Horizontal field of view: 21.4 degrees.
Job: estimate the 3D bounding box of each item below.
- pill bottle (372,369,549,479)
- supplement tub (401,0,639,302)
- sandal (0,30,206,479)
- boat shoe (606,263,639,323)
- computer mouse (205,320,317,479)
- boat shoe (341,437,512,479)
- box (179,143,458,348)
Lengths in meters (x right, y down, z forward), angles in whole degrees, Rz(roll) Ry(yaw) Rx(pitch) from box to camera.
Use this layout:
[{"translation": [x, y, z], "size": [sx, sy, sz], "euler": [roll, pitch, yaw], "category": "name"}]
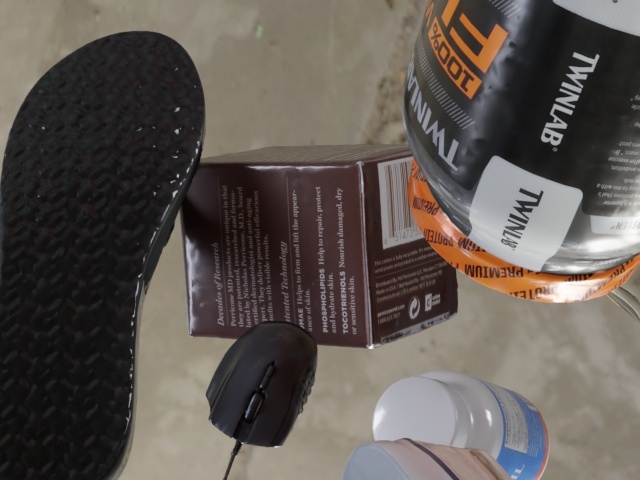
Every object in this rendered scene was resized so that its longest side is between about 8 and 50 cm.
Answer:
[{"translation": [0.139, 0.197, 1.715], "size": [0.124, 0.124, 0.221], "euler": [-36, 154, 17], "category": "pill bottle"}, {"translation": [0.168, -0.134, 0.999], "size": [0.207, 0.207, 0.338], "euler": [6, 134, -10], "category": "supplement tub"}, {"translation": [-0.210, 0.019, 1.483], "size": [0.167, 0.446, 0.107], "euler": [11, 157, -1], "category": "sandal"}, {"translation": [0.357, 0.038, 1.801], "size": [0.324, 0.097, 0.116], "euler": [37, 110, -20], "category": "boat shoe"}, {"translation": [-0.061, 0.146, 1.189], "size": [0.071, 0.242, 0.041], "euler": [22, 142, 3], "category": "computer mouse"}, {"translation": [0.157, 0.253, 1.062], "size": [0.156, 0.367, 0.136], "euler": [-1, 119, -30], "category": "boat shoe"}, {"translation": [0.000, 0.000, 1.570], "size": [0.203, 0.168, 0.167], "euler": [1, 99, 33], "category": "box"}]
